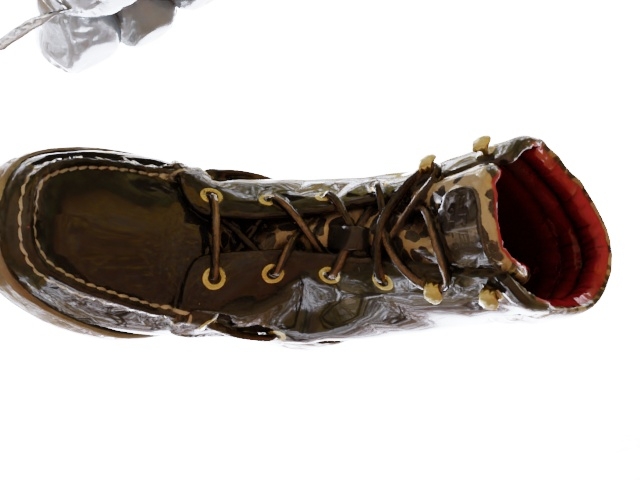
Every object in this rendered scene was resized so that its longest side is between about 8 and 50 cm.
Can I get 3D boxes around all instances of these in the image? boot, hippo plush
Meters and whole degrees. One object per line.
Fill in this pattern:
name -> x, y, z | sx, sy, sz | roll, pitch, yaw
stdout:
boot -> 0.000, 0.000, 0.660 | 0.377, 0.284, 0.138 | 21, -114, -48
hippo plush -> -0.224, -0.298, 0.859 | 0.294, 0.234, 0.237 | -30, -91, -41
